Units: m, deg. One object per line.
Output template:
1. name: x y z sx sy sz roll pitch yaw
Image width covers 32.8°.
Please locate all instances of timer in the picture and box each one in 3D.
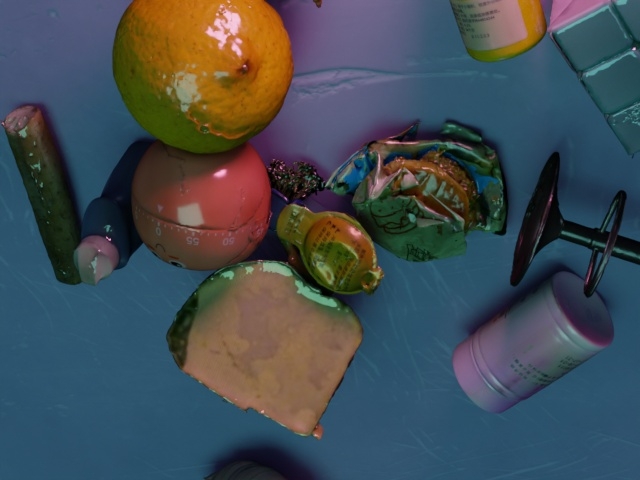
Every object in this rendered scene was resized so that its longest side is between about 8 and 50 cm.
1. timer: -0.193 -0.066 1.768 0.229 0.230 0.215 9 122 10

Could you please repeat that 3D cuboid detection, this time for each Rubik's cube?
1. Rubik's cube: 0.463 -0.289 1.457 0.231 0.221 0.225 -25 116 31

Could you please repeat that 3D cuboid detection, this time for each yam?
1. yam: -0.498 -0.074 2.008 0.083 0.083 0.372 1 128 16

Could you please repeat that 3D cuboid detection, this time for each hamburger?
1. hamburger: 0.167 -0.057 1.771 0.276 0.150 0.261 -16 121 26

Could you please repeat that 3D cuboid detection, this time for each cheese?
1. cheese: 0.000 0.000 1.818 0.250 0.064 0.157 35 127 12

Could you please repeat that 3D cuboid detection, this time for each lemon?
1. lemon: -0.177 -0.266 1.636 0.293 0.293 0.293 8 128 11

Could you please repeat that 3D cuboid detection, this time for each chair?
1. chair: 0.517 0.026 1.682 0.400 0.227 0.227 18 129 2

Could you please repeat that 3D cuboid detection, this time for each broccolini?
1. broccolini: -0.018 -0.025 1.887 0.123 0.062 0.272 -16 111 25

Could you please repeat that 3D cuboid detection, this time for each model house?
1. model house: -0.088 0.179 1.981 0.321 0.266 0.261 29 86 2

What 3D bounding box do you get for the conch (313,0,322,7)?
1. conch: -0.032 -0.497 1.546 0.109 0.093 0.331 1 108 37

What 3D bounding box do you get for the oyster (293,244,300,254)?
1. oyster: -0.055 -0.012 1.947 0.132 0.029 0.086 22 129 -1

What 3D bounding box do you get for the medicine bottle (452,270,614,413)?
1. medicine bottle: 0.365 0.181 1.889 0.152 0.152 0.254 39 127 -14

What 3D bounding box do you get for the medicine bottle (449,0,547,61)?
1. medicine bottle: 0.235 -0.370 1.529 0.121 0.122 0.213 -11 122 24

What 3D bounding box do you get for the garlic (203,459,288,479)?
1. garlic: -0.134 0.619 2.318 0.321 0.241 0.322 0 90 36

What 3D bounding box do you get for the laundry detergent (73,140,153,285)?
1. laundry detergent: -0.333 -0.040 1.843 0.094 0.290 0.143 10 130 9
